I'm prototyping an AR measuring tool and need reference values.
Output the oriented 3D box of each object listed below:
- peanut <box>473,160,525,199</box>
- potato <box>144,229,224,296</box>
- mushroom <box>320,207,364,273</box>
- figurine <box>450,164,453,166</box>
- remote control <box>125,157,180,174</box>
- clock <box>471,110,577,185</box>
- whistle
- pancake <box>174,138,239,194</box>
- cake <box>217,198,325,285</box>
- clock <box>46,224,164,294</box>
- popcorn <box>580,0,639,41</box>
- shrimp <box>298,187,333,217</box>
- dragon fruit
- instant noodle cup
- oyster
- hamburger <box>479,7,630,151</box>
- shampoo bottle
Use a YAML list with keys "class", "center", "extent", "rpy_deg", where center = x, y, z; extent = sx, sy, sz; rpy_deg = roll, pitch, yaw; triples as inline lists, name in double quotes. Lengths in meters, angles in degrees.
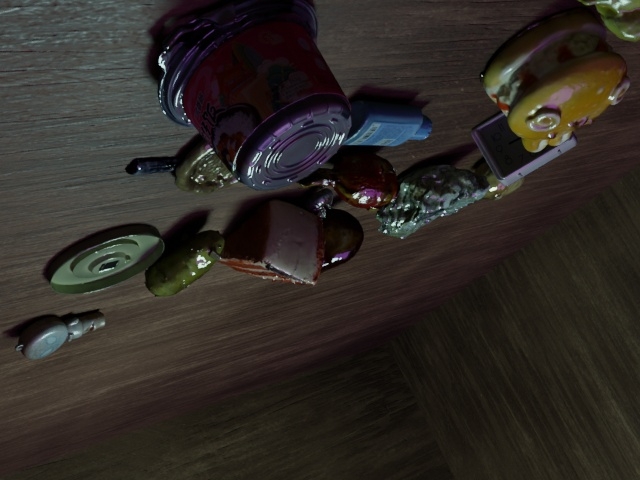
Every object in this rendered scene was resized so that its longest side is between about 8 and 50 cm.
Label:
- class: "peanut"
  center: [0.467, -0.169, 2.398]
  extent: [0.140, 0.109, 0.159]
  rpy_deg: [-26, 180, 41]
- class: "potato"
  center: [-0.278, 0.044, 1.893]
  extent: [0.225, 0.090, 0.117]
  rpy_deg: [-31, -157, 34]
- class: "mushroom"
  center: [0.000, 0.000, 2.211]
  extent: [0.227, 0.148, 0.217]
  rpy_deg: [-19, -176, 10]
- class: "figurine"
  center: [0.289, -0.148, 2.300]
  extent: [0.106, 0.047, 0.060]
  rpy_deg: [-20, 129, 4]
- class: "remote control"
  center: [-0.276, -0.122, 1.527]
  extent: [0.096, 0.014, 0.039]
  rpy_deg: [-10, 157, -48]
- class: "clock"
  center: [0.464, -0.234, 2.097]
  extent: [0.197, 0.150, 0.063]
  rpy_deg: [-31, 162, 17]
- class: "whistle"
  center: [-0.571, 0.199, 2.015]
  extent: [0.220, 0.057, 0.107]
  rpy_deg: [-18, 149, -44]
- class: "pancake"
  center: [-0.158, -0.142, 1.620]
  extent: [0.212, 0.029, 0.235]
  rpy_deg: [-34, 163, 21]
- class: "cake"
  center: [-0.117, -0.002, 2.021]
  extent: [0.158, 0.159, 0.262]
  rpy_deg: [23, 169, -35]
- class: "clock"
  center: [-0.417, 0.041, 1.794]
  extent: [0.235, 0.029, 0.235]
  rpy_deg: [-25, 164, -7]
- class: "popcorn"
  center: [0.541, -0.449, 1.486]
  extent: [0.255, 0.195, 0.256]
  rpy_deg: [-42, 161, 18]
- class: "shrimp"
  center: [-0.018, -0.065, 2.045]
  extent: [0.065, 0.056, 0.165]
  rpy_deg: [-26, 168, -26]
- class: "dragon fruit"
  center: [0.055, -0.123, 1.888]
  extent: [0.246, 0.125, 0.125]
  rpy_deg: [2, 123, -22]
- class: "instant noodle cup"
  center: [-0.071, -0.188, 1.274]
  extent: [0.302, 0.181, 0.258]
  rpy_deg: [-6, 146, -50]
- class: "oyster"
  center: [0.264, -0.095, 2.227]
  extent: [0.268, 0.112, 0.198]
  rpy_deg: [-38, 142, 19]
- class: "hamburger"
  center: [0.463, -0.298, 1.832]
  extent: [0.261, 0.186, 0.302]
  rpy_deg: [-18, 165, -24]
- class: "shampoo bottle"
  center: [0.127, -0.221, 1.763]
  extent: [0.104, 0.061, 0.258]
  rpy_deg: [-38, 160, 34]
